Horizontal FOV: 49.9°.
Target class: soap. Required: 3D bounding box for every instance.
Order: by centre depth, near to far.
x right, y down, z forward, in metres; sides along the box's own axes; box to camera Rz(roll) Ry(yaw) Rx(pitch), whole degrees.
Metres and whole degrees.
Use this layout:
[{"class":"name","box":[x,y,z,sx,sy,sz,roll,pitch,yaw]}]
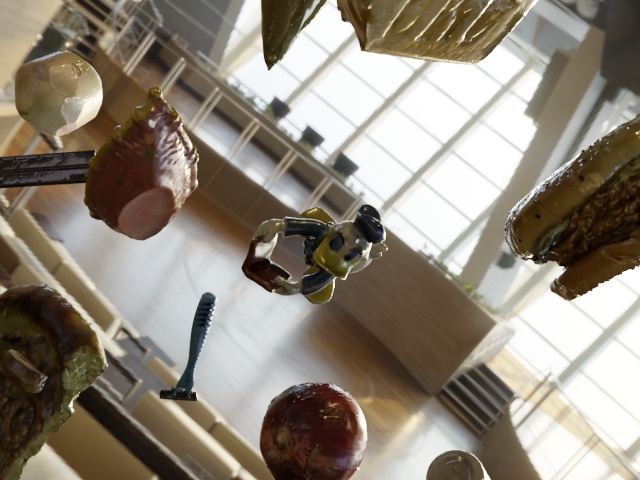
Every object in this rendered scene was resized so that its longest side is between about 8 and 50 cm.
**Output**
[{"class":"soap","box":[0.127,-0.276,0.753,0.257,0.160,0.080,-9,60,-42]}]

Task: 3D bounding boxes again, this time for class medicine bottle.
[{"class":"medicine bottle","box":[0.259,0.452,1.212,0.103,0.103,0.186,49,-7,47]}]

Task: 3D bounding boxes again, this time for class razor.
[{"class":"razor","box":[-0.252,0.220,1.381,0.082,0.253,0.042,12,18,-24]}]

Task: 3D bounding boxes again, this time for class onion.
[{"class":"onion","box":[-0.007,0.221,0.768,0.131,0.131,0.131,38,9,-7]}]

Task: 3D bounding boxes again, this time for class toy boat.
[{"class":"toy boat","box":[-0.226,-0.072,0.868,0.318,0.141,0.099,136,-59,-63]}]

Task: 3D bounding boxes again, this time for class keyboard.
[{"class":"keyboard","box":[-0.499,-0.124,1.215,0.011,0.202,0.067,80,8,-67]}]

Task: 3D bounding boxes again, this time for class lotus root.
[{"class":"lotus root","box":[-0.431,0.188,0.983,0.083,0.037,0.030,31,-4,22]}]

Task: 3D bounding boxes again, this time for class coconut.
[{"class":"coconut","box":[-0.550,-0.303,1.425,0.171,0.171,0.183,39,37,-1]}]

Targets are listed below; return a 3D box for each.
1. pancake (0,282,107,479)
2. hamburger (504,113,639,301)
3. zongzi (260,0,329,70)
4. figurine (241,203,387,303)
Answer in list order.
[{"class":"pancake","box":[-0.526,0.207,1.129,0.427,0.304,0.067,19,-12,38]},{"class":"hamburger","box":[0.451,-0.053,1.063,0.195,0.318,0.277,52,9,11]},{"class":"zongzi","box":[0.080,-0.310,0.595,0.289,0.317,0.154,-4,18,-17]},{"class":"figurine","box":[0.000,0.000,1.252,0.284,0.204,0.338,-5,-10,-28]}]
